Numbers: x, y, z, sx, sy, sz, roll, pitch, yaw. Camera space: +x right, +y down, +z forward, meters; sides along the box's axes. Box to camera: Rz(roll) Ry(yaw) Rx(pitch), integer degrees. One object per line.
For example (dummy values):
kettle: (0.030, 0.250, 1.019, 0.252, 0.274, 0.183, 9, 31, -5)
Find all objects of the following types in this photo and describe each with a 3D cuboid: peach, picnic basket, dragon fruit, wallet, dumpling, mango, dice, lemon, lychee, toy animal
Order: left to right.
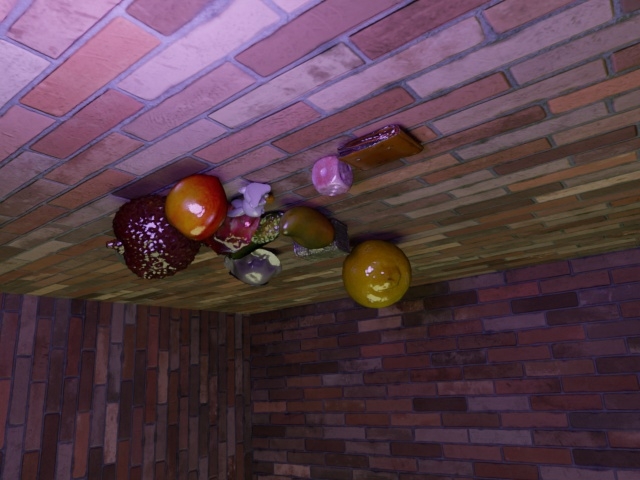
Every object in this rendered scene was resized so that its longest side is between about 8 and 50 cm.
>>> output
lychee: (-0.534, -0.015, 1.508, 0.304, 0.275, 0.276, -14, 171, -29)
peach: (-0.362, -0.106, 1.389, 0.197, 0.197, 0.197, -3, 164, -1)
dragon fruit: (-0.363, -0.035, 1.660, 0.274, 0.126, 0.161, -19, 138, 28)
toy animal: (-0.230, -0.132, 1.538, 0.127, 0.131, 0.181, 31, 149, -5)
dumpling: (-0.331, 0.133, 2.278, 0.293, 0.163, 0.204, 12, 165, -11)
mango: (-0.051, -0.052, 1.716, 0.129, 0.146, 0.289, 35, -179, 33)
picnic basket: (0.000, 0.000, 1.926, 0.196, 0.134, 0.154, -11, 166, 25)
dice: (0.036, -0.186, 1.352, 0.093, 0.094, 0.091, -13, 162, 35)
lemon: (0.260, 0.153, 2.183, 0.348, 0.347, 0.348, -3, 164, -1)
wallet: (0.159, -0.249, 1.267, 0.196, 0.042, 0.161, -17, 164, 32)

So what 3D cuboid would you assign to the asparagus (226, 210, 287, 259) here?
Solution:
asparagus: (-0.257, -0.021, 1.840, 0.128, 0.108, 0.382, -10, 170, -41)

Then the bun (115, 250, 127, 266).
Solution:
bun: (-0.783, 0.063, 2.004, 0.196, 0.118, 0.195, -2, 161, -1)

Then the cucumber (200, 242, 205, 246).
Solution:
cucumber: (-0.484, 0.014, 2.047, 0.133, 0.032, 0.032, 11, 159, -38)
